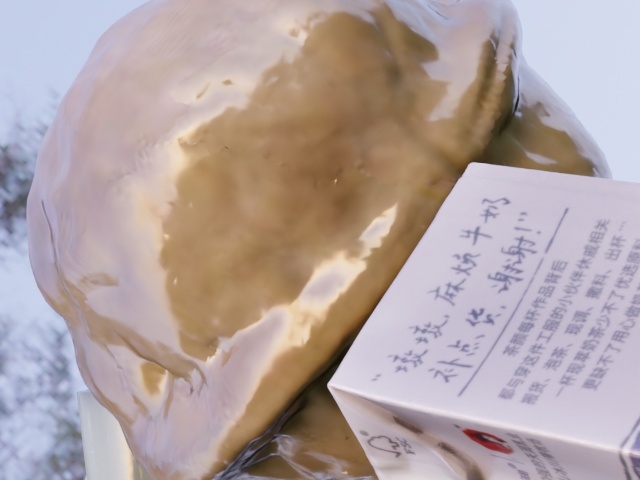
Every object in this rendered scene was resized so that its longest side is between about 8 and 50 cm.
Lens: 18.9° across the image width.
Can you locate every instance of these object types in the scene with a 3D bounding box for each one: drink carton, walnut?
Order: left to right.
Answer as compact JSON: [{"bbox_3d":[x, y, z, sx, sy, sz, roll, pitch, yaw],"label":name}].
[{"bbox_3d":[0.000,0.000,1.158,0.381,0.381,0.381,-26,-46,-30],"label":"walnut"},{"bbox_3d":[0.132,0.055,0.756,0.134,0.222,0.102,-58,-40,-29],"label":"drink carton"}]

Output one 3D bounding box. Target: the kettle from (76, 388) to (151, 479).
[{"bbox_3d":[-0.133,0.248,1.694,0.165,0.240,0.255,-8,-91,-40],"label":"kettle"}]
